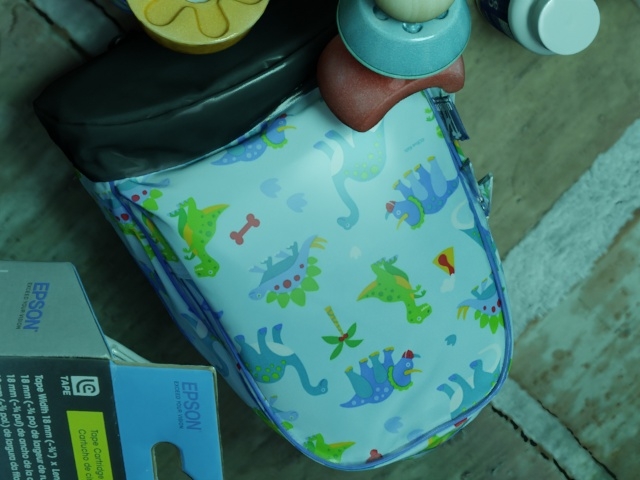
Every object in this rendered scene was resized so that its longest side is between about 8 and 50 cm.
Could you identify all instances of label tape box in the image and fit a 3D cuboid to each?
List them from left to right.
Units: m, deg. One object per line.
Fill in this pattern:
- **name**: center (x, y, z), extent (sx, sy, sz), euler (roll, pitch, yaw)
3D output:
- **label tape box**: center (-0.228, 0.134, 1.361), extent (0.334, 0.106, 0.240), euler (2, 131, 4)

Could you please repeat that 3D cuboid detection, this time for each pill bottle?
- **pill bottle**: center (0.168, -0.180, 1.443), extent (0.067, 0.120, 0.067), euler (-5, 111, -14)

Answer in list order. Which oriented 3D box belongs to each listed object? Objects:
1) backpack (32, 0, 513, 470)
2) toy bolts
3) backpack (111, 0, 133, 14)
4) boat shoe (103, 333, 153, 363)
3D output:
- **backpack**: center (0.000, 0.000, 1.410), extent (0.290, 0.273, 0.355), euler (-28, 125, -10)
- **toy bolts**: center (-0.003, -0.189, 1.231), extent (0.218, 0.158, 0.228), euler (-30, 72, -18)
- **backpack**: center (-0.120, -0.220, 1.359), extent (0.105, 0.084, 0.114), euler (-16, 88, -10)
- **boat shoe**: center (-0.223, 0.068, 1.450), extent (0.258, 0.095, 0.084), euler (40, 67, -26)
